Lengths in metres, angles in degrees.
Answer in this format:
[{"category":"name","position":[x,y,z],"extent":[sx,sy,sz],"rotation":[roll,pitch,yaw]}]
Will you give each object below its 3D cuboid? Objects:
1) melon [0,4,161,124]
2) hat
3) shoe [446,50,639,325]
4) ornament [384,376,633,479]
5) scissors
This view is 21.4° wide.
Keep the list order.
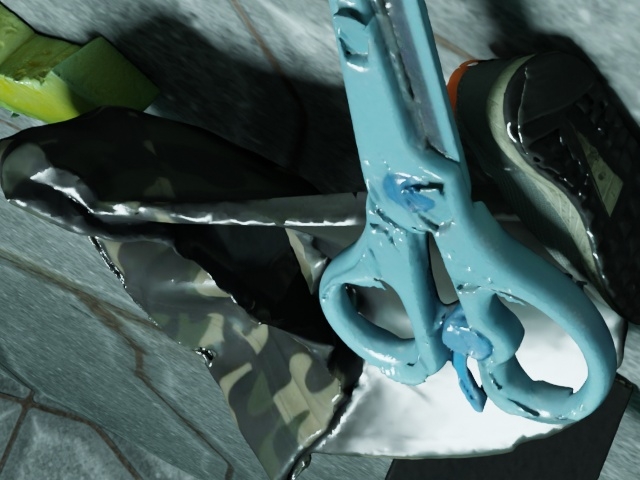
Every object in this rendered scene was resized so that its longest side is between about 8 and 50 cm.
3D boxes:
[{"category":"melon","position":[-0.221,-0.135,1.263],"extent":[0.209,0.064,0.118],"rotation":[20,156,26]},{"category":"hat","position":[0.000,0.000,1.140],"extent":[0.381,0.257,0.366],"rotation":[-19,138,13]},{"category":"shoe","position":[0.134,-0.032,0.922],"extent":[0.077,0.074,0.194],"rotation":[19,155,48]},{"category":"ornament","position":[0.124,0.139,1.341],"extent":[0.153,0.166,0.196],"rotation":[24,178,-11]},{"category":"scissors","position":[0.058,-0.021,0.880],"extent":[0.180,0.032,0.393],"rotation":[11,145,23]}]
